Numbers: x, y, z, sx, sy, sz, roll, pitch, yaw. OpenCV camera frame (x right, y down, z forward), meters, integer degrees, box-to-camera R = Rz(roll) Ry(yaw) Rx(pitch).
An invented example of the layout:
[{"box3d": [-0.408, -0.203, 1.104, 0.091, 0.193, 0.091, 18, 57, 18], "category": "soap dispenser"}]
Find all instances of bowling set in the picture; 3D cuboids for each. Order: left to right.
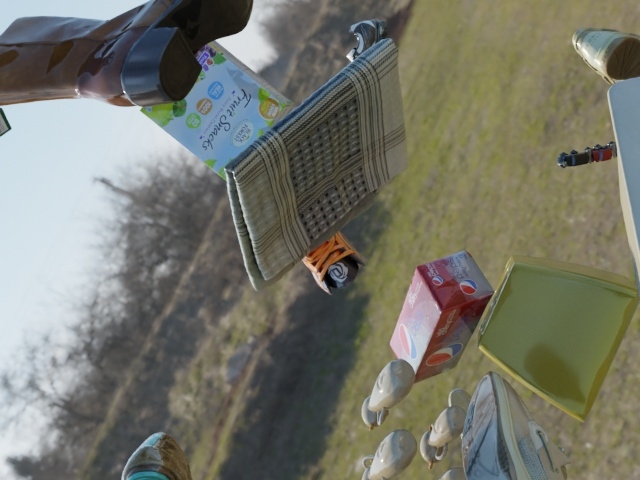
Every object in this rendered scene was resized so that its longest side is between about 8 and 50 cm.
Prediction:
[{"box3d": [0.156, 0.327, 1.500, 0.154, 0.200, 0.287, 115, 168, -51], "category": "bowling set"}]

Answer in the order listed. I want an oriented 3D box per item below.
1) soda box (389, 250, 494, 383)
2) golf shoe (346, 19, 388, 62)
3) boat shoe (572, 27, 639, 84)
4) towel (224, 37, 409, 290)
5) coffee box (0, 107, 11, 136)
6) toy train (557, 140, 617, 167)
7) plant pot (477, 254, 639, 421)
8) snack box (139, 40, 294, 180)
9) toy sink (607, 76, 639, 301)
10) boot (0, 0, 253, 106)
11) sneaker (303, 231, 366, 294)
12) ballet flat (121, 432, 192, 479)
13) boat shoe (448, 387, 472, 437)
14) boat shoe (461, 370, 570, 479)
[{"box3d": [0.181, 0.123, 1.649, 0.263, 0.092, 0.083, 101, 146, -57], "category": "soda box"}, {"box3d": [0.103, -0.377, 2.313, 0.077, 0.094, 0.198, -172, 80, -85], "category": "golf shoe"}, {"box3d": [0.543, -0.331, 1.919, 0.285, 0.089, 0.104, 9, -67, -58], "category": "boat shoe"}, {"box3d": [0.006, -0.094, 1.545, 0.312, 0.056, 0.324, -41, -26, -19], "category": "towel"}, {"box3d": [-0.540, -0.131, 1.504, 0.184, 0.113, 0.040, -44, -51, -37], "category": "coffee box"}, {"box3d": [0.450, -0.140, 1.724, 0.036, 0.158, 0.027, 15, 115, 59], "category": "toy train"}, {"box3d": [0.356, 0.127, 1.661, 0.212, 0.187, 0.212, -25, -42, -80], "category": "plant pot"}, {"box3d": [-0.181, -0.233, 1.866, 0.174, 0.207, 0.070, -52, -1, 17], "category": "snack box"}, {"box3d": [0.368, -0.034, 1.017, 0.131, 0.153, 0.234, 60, -157, -57], "category": "toy sink"}, {"box3d": [-0.236, -0.241, 1.231, 0.096, 0.280, 0.264, 59, -137, -45], "category": "boot"}, {"box3d": [0.000, 0.000, 1.839, 0.125, 0.180, 0.321, -38, -3, 8], "category": "sneaker"}, {"box3d": [-0.210, 0.416, 1.534, 0.124, 0.116, 0.342, -80, -17, -60], "category": "ballet flat"}, {"box3d": [0.333, 0.415, 2.363, 0.068, 0.190, 0.072, -30, -19, 16], "category": "boat shoe"}, {"box3d": [0.244, 0.277, 1.279, 0.302, 0.098, 0.109, -98, 26, -58], "category": "boat shoe"}]
